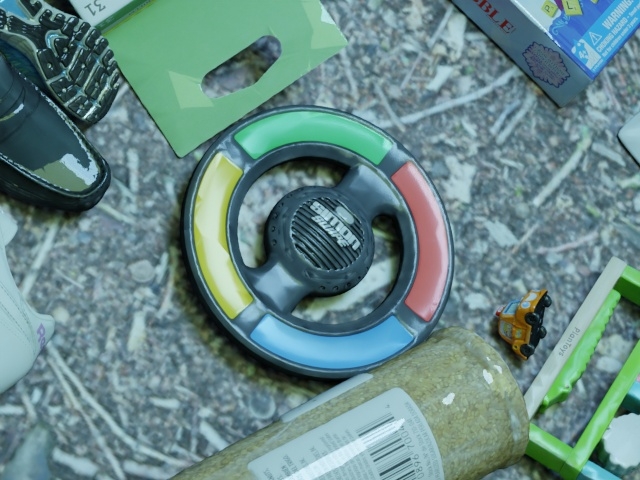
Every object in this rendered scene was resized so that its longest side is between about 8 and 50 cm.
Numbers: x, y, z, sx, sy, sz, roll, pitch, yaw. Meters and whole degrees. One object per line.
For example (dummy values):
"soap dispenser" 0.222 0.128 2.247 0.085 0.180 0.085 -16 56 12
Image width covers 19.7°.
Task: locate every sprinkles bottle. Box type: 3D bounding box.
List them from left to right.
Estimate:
"sprinkles bottle" -0.014 0.186 1.345 0.355 0.121 0.121 -25 82 -27

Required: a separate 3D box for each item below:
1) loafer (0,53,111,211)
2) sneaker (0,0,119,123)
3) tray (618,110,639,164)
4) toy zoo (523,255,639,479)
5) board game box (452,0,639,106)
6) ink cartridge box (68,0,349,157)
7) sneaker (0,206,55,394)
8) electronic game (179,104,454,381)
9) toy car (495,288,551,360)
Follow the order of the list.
"loafer" -0.251 -0.101 1.379 0.223 0.078 0.076 37 63 -6
"sneaker" -0.221 -0.154 1.419 0.162 0.073 0.063 46 66 -24
"tray" 0.400 -0.115 1.670 0.270 0.030 0.145 -38 89 -28
"toy zoo" 0.318 0.159 1.489 0.293 0.030 0.192 30 62 11
"board game box" 0.200 -0.334 1.650 0.318 0.066 0.319 43 62 -2
"ink cartridge box" -0.111 -0.209 1.452 0.171 0.056 0.235 -34 84 -1
"sneaker" -0.314 -0.010 1.321 0.305 0.114 0.152 53 48 -1
"electronic game" 0.000 0.000 1.459 0.229 0.048 0.229 7 68 -19
"toy car" 0.146 0.091 1.482 0.040 0.060 0.122 18 53 21
